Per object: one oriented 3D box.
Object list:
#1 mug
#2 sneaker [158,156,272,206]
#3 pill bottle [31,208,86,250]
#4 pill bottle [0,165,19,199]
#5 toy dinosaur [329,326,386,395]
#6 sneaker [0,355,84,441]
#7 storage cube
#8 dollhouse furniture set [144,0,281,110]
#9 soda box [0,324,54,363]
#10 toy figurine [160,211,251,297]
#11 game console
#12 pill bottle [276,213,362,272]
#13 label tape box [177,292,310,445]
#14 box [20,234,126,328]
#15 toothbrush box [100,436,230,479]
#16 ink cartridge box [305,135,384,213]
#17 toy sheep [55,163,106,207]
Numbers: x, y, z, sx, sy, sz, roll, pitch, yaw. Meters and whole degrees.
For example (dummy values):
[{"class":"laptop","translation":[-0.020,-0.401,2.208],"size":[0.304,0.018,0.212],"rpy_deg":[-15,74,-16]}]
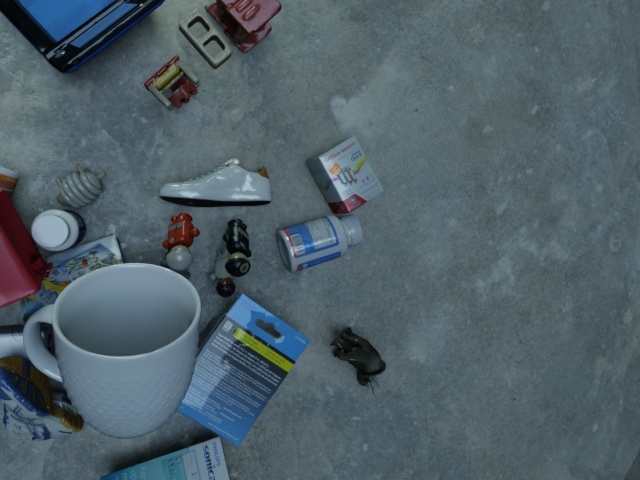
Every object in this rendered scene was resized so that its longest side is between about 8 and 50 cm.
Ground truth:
[{"class":"mug","translation":[-0.456,0.250,0.997],"size":[0.373,0.276,0.328],"rpy_deg":[13,123,-1]},{"class":"sneaker","translation":[-0.273,-0.153,1.196],"size":[0.289,0.105,0.123],"rpy_deg":[-3,85,-27]},{"class":"pill bottle","translation":[-0.597,-0.024,1.046],"size":[0.094,0.169,0.094],"rpy_deg":[-1,94,-19]},{"class":"pill bottle","translation":[-0.767,-0.072,1.010],"size":[0.121,0.121,0.216],"rpy_deg":[21,86,-19]},{"class":"toy dinosaur","translation":[0.117,0.324,1.297],"size":[0.160,0.314,0.121],"rpy_deg":[28,70,19]},{"class":"sneaker","translation":[-0.663,0.375,1.025],"size":[0.130,0.112,0.297],"rpy_deg":[-20,132,-5]},{"class":"storage cube","translation":[-0.686,0.033,0.898],"size":[0.214,0.183,0.193],"rpy_deg":[-24,113,-18]},{"class":"dollhouse furniture set","translation":[-0.283,-0.490,1.118],"size":[0.374,0.201,0.152],"rpy_deg":[-43,106,-5]},{"class":"soda box","translation":[-0.775,0.250,1.041],"size":[0.285,0.098,0.091],"rpy_deg":[-1,94,-18]},{"class":"toy figurine","translation":[-0.283,0.050,1.128],"size":[0.212,0.210,0.148],"rpy_deg":[7,53,-22]},{"class":"game console","translation":[-0.543,-0.545,1.038],"size":[0.293,0.250,0.173],"rpy_deg":[-45,132,-11]},{"class":"pill bottle","translation":[0.000,0.000,1.279],"size":[0.221,0.124,0.125],"rpy_deg":[-17,99,-18]},{"class":"label tape box","translation":[-0.224,0.332,1.231],"size":[0.240,0.106,0.334],"rpy_deg":[38,81,-16]},{"class":"box","translation":[-0.578,0.096,1.082],"size":[0.232,0.044,0.159],"rpy_deg":[-20,63,-16]},{"class":"toothbrush box","translation":[-0.368,0.655,1.143],"size":[0.295,0.126,0.217],"rpy_deg":[-11,60,-18]},{"class":"ink cartridge box","translation":[0.065,-0.182,1.287],"size":[0.128,0.127,0.176],"rpy_deg":[-33,102,-14]},{"class":"toy sheep","translation":[-0.570,-0.127,1.095],"size":[0.132,0.091,0.091],"rpy_deg":[-34,104,5]}]
